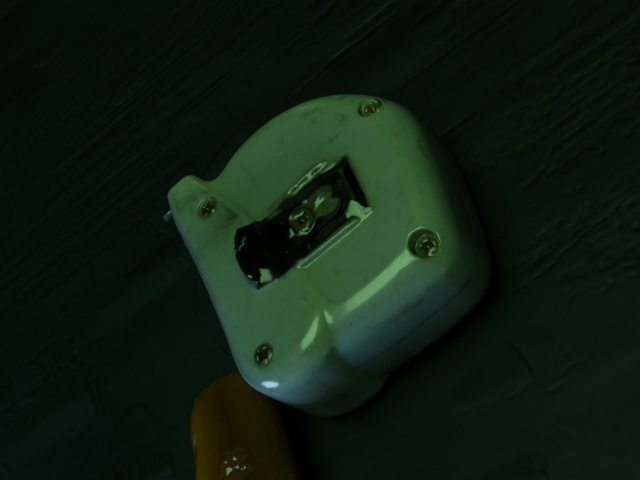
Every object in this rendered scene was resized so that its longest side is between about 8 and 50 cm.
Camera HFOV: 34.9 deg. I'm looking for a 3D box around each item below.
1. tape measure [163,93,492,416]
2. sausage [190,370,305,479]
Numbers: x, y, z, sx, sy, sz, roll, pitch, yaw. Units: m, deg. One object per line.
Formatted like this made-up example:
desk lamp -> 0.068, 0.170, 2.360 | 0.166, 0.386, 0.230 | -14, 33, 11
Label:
tape measure -> 0.000, 0.000, 0.881 | 0.265, 0.130, 0.258 | -40, 48, 14
sausage -> -0.054, 0.219, 0.839 | 0.098, 0.098, 0.238 | -34, 53, 20
